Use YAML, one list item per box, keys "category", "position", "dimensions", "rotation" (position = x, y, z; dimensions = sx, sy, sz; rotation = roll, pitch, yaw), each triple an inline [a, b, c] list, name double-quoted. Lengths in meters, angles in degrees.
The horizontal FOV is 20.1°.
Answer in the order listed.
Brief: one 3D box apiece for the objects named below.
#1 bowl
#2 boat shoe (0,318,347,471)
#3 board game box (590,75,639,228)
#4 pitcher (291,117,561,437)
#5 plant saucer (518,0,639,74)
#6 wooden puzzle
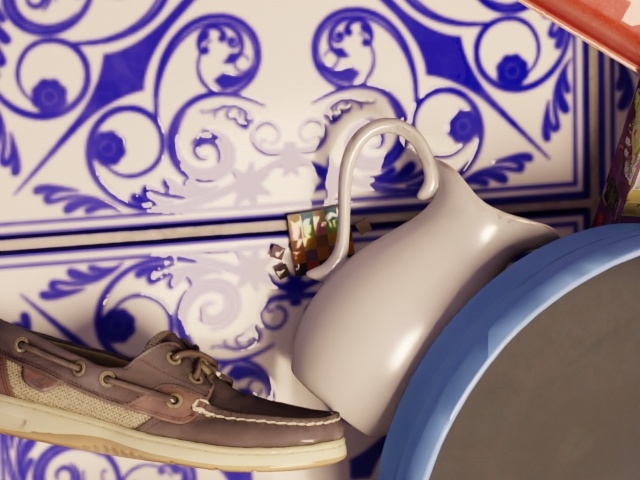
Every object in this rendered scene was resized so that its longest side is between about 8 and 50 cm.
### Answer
- category: "bowl"
  position: [0.212, 0.166, 1.386]
  dimensions: [0.391, 0.077, 0.391]
  rotation: [-14, 119, -27]
- category: "boat shoe"
  position: [-0.119, 0.112, 1.320]
  dimensions: [0.285, 0.103, 0.092]
  rotation: [6, 90, 11]
- category: "board game box"
  position: [0.391, -0.033, 1.428]
  dimensions: [0.346, 0.056, 0.208]
  rotation: [1, 125, -14]
- category: "pitcher"
  position: [0.053, 0.028, 1.368]
  dimensions: [0.177, 0.125, 0.207]
  rotation: [38, 91, 3]
- category: "plant saucer"
  position: [0.210, -0.289, 1.321]
  dimensions: [0.259, 0.048, 0.258]
  rotation: [29, 103, -11]
- category: "wooden puzzle"
  position: [0.000, 0.000, 1.406]
  dimensions: [0.083, 0.006, 0.049]
  rotation: [-10, 102, -12]
